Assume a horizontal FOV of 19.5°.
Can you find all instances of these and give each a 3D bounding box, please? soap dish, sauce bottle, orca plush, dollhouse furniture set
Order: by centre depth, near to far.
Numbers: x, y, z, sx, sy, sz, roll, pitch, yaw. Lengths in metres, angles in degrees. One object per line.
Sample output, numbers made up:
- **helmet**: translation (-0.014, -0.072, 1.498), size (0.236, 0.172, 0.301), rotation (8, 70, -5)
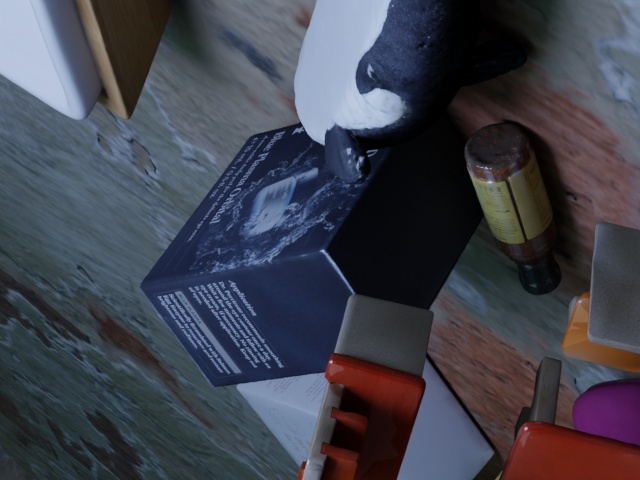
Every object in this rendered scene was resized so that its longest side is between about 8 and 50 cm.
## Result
- **orca plush**: translation (0.063, -0.124, 1.007), size (0.287, 0.102, 0.151), rotation (112, 156, -58)
- **dollhouse furniture set**: translation (0.121, 0.130, 1.018), size (0.259, 0.135, 0.262), rotation (14, 129, 0)
- **sauce bottle**: translation (0.119, -0.016, 1.125), size (0.042, 0.042, 0.128), rotation (28, 153, 36)
- **soap dish**: translation (-0.235, -0.232, 1.250), size (0.291, 0.118, 0.229), rotation (34, 158, 25)

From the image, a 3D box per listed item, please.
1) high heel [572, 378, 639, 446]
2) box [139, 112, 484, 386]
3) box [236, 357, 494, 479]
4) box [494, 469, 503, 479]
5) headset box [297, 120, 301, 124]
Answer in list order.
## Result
- **high heel**: translation (0.266, 0.214, 1.103), size (0.377, 0.181, 0.127), rotation (25, 153, 41)
- **box**: translation (0.000, 0.000, 1.155), size (0.158, 0.156, 0.093), rotation (-11, 124, 40)
- **box**: translation (0.035, 0.148, 1.536), size (0.170, 0.091, 0.130), rotation (12, 143, 56)
- **box**: translation (0.178, 0.245, 1.534), size (0.105, 0.043, 0.179), rotation (38, 158, 14)
- **headset box**: translation (0.015, -0.054, 1.260), size (0.062, 0.032, 0.083), rotation (51, 159, -21)
